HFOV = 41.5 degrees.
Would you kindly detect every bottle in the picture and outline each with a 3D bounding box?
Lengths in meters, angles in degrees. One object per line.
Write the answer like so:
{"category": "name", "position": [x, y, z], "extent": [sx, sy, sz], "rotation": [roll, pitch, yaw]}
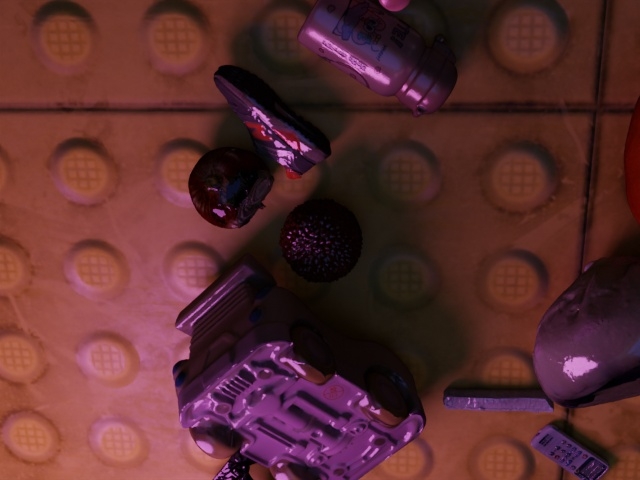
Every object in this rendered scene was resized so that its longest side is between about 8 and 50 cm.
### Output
{"category": "bottle", "position": [0.083, -0.251, 1.102], "extent": [0.209, 0.097, 0.110], "rotation": [31, 85, -6]}

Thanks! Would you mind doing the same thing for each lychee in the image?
{"category": "lychee", "position": [-0.002, -0.003, 1.197], "extent": [0.123, 0.123, 0.129], "rotation": [-31, 140, 18]}

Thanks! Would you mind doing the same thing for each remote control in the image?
{"category": "remote control", "position": [0.392, 0.336, 1.326], "extent": [0.124, 0.018, 0.053], "rotation": [35, 112, -6]}

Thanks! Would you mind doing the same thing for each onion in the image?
{"category": "onion", "position": [-0.132, -0.078, 1.195], "extent": [0.119, 0.118, 0.117], "rotation": [33, 84, -5]}

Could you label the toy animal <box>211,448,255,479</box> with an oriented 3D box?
{"category": "toy animal", "position": [-0.082, 0.434, 1.380], "extent": [0.210, 0.117, 0.121], "rotation": [36, 105, -4]}

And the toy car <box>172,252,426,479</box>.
{"category": "toy car", "position": [-0.039, 0.206, 1.255], "extent": [0.242, 0.226, 0.336], "rotation": [-42, 127, 19]}

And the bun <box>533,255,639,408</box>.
{"category": "bun", "position": [0.420, 0.105, 1.137], "extent": [0.293, 0.293, 0.187], "rotation": [-18, 70, 14]}

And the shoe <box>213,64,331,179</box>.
{"category": "shoe", "position": [-0.078, -0.160, 1.173], "extent": [0.194, 0.074, 0.077], "rotation": [38, 116, -10]}

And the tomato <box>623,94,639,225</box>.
{"category": "tomato", "position": [0.534, -0.113, 0.997], "extent": [0.341, 0.273, 0.341], "rotation": [-3, 85, 46]}

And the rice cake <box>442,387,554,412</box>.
{"category": "rice cake", "position": [0.275, 0.245, 1.299], "extent": [0.171, 0.033, 0.029], "rotation": [0, 112, 8]}

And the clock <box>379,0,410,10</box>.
{"category": "clock", "position": [0.087, -0.439, 1.000], "extent": [0.241, 0.142, 0.227], "rotation": [-45, 124, 12]}
